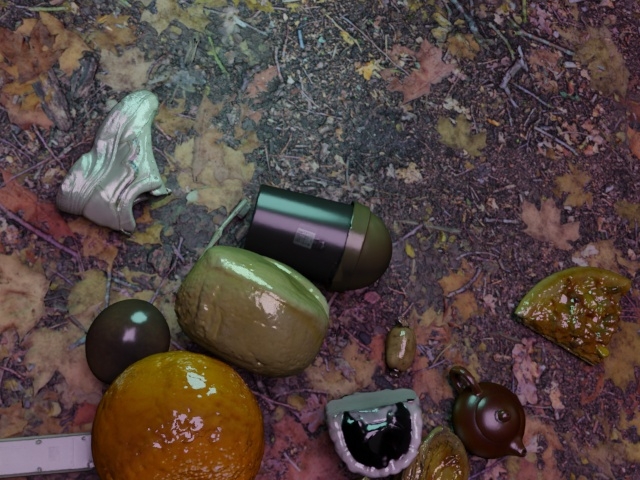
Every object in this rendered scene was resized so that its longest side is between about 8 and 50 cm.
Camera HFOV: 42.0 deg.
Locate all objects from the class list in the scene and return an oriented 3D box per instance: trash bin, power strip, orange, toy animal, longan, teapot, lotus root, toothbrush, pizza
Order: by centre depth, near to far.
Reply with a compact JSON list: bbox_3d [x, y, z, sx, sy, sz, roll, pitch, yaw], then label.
[{"bbox_3d":[-0.278,0.375,1.631,0.341,0.340,0.293,-2,37,-18],"label":"orange"},{"bbox_3d":[-0.575,0.431,1.664,0.272,0.052,0.078,-1,72,-16],"label":"power strip"},{"bbox_3d":[-0.403,0.213,1.739,0.167,0.167,0.187,32,87,-4],"label":"longan"},{"bbox_3d":[0.117,0.415,1.807,0.208,0.204,0.155,-8,93,-5],"label":"toy animal"},{"bbox_3d":[0.000,0.000,1.908,0.334,0.214,0.214,14,68,-4],"label":"trash bin"},{"bbox_3d":[-0.251,0.012,1.923,0.028,0.026,0.294,45,64,-15],"label":"toothbrush"},{"bbox_3d":[0.387,0.394,1.927,0.178,0.135,0.252,-32,84,-28],"label":"teapot"},{"bbox_3d":[0.190,0.247,1.957,0.072,0.063,0.151,8,73,-4],"label":"lotus root"},{"bbox_3d":[0.647,0.148,2.123,0.268,0.087,0.257,28,63,-3],"label":"pizza"}]

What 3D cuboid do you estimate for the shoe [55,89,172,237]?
[{"bbox_3d":[-0.424,-0.168,1.883,0.211,0.132,0.342,31,69,-9],"label":"shoe"}]

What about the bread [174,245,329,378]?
[{"bbox_3d":[-0.144,0.158,1.745,0.321,0.320,0.237,23,94,-8],"label":"bread"}]

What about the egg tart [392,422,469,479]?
[{"bbox_3d":[0.236,0.528,1.843,0.232,0.098,0.252,22,74,-42],"label":"egg tart"}]

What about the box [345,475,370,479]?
[{"bbox_3d":[0.158,0.614,1.768,0.279,0.153,0.041,44,66,1],"label":"box"}]
